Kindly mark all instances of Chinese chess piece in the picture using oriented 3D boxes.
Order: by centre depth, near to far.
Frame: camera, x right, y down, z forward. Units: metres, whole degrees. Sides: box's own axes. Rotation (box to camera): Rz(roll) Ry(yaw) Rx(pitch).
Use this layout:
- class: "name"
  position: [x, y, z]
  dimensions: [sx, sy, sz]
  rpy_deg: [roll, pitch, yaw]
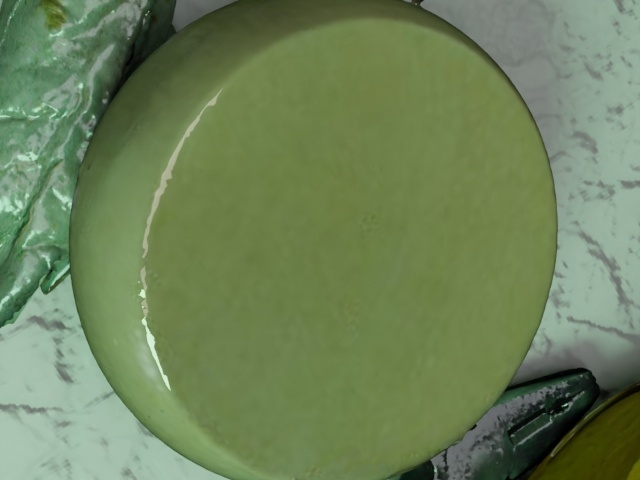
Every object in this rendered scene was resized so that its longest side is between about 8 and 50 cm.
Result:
- class: "Chinese chess piece"
  position: [0.000, 0.000, 0.940]
  dimensions: [0.273, 0.102, 0.273]
  rpy_deg: [-6, 104, -27]

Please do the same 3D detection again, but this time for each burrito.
- class: "burrito"
  position: [-0.128, -0.100, 0.946]
  dimensions: [0.096, 0.066, 0.309]
  rpy_deg: [18, 91, -10]

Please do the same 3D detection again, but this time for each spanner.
- class: "spanner"
  position: [0.025, 0.168, 1.024]
  dimensions: [0.325, 0.040, 0.096]
  rpy_deg: [-32, 101, -8]

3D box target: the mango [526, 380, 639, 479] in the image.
- class: "mango"
  position: [0.190, 0.173, 1.019]
  dimensions: [0.262, 0.130, 0.167]
  rpy_deg: [-50, 126, -10]
